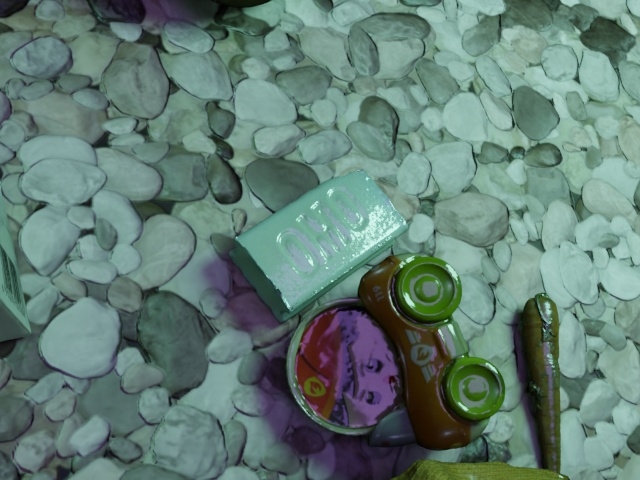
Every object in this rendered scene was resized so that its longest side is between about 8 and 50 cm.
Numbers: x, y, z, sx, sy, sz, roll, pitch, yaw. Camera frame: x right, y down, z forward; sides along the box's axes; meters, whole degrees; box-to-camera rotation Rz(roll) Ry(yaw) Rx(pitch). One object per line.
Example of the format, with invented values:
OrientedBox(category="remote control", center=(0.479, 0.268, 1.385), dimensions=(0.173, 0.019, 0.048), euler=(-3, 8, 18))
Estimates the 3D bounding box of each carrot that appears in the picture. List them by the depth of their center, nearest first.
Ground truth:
OrientedBox(category="carrot", center=(0.288, 0.191, 0.766), dimensions=(0.049, 0.049, 0.254), euler=(6, 71, -13))

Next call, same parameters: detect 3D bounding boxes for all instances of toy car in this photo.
OrientedBox(category="toy car", center=(0.071, 0.143, 0.686), dimensions=(0.235, 0.145, 0.235), euler=(-1, 76, 3))

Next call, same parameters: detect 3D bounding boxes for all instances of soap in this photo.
OrientedBox(category="soap", center=(0.000, 0.000, 0.747), dimensions=(0.198, 0.063, 0.114), euler=(-34, 80, -25))

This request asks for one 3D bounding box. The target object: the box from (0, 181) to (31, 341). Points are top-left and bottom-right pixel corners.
OrientedBox(category="box", center=(-0.363, -0.024, 0.536), dimensions=(0.116, 0.274, 0.203), euler=(-15, 73, -20))

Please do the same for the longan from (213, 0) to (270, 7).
OrientedBox(category="longan", center=(-0.096, -0.439, 0.814), dimensions=(0.246, 0.215, 0.246), euler=(0, 87, -1))

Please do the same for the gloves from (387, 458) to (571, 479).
OrientedBox(category="gloves", center=(0.126, 0.325, 0.600), dimensions=(0.356, 0.155, 0.203), euler=(6, 74, -30))
